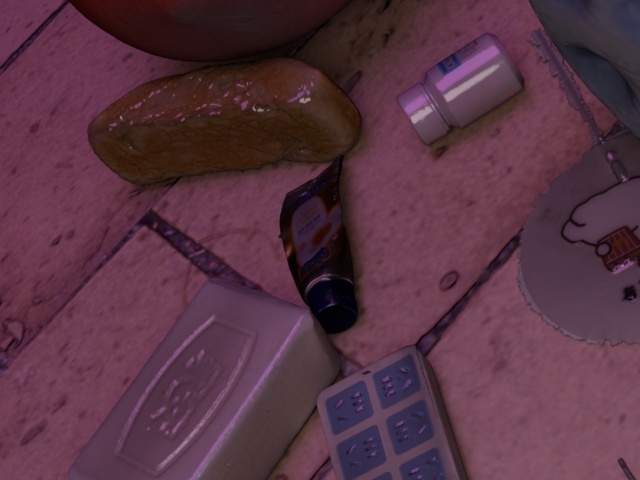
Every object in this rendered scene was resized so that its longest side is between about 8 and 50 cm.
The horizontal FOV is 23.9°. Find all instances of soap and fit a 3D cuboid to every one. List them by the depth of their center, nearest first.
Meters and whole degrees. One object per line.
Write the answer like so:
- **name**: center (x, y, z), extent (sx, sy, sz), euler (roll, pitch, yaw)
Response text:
- **soap**: center (-0.078, 0.123, 1.065), extent (0.121, 0.064, 0.183), euler (17, 66, 45)

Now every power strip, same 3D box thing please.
- **power strip**: center (0.052, 0.153, 0.971), extent (0.081, 0.035, 0.192), euler (-28, 43, 12)

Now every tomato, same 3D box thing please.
- **tomato**: center (-0.082, -0.291, 1.236), extent (0.321, 0.321, 0.322), euler (-19, 47, 21)

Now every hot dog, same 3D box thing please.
- **hot dog**: center (-0.077, -0.101, 1.238), extent (0.242, 0.084, 0.073), euler (-7, 48, 31)

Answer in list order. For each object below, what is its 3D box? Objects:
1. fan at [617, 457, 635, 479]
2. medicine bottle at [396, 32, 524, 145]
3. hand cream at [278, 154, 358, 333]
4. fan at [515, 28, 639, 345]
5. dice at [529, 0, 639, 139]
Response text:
- **fan**: center (0.201, 0.159, 0.886), extent (0.060, 0.003, 0.080), euler (-12, 50, 26)
- **medicine bottle**: center (0.105, -0.114, 1.143), extent (0.089, 0.052, 0.052), euler (-33, 43, 7)
- **hand cream**: center (0.000, 0.000, 1.134), extent (0.062, 0.039, 0.163), euler (-39, 38, 25)
- **fan**: center (0.203, -0.057, 1.061), extent (0.190, 0.009, 0.329), euler (-29, 44, 12)
- **dice**: center (0.294, -0.189, 0.919), extent (0.262, 0.265, 0.268), euler (-46, 44, -8)
